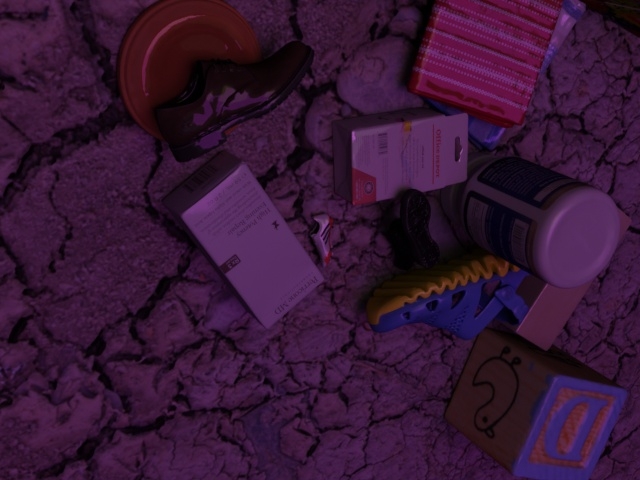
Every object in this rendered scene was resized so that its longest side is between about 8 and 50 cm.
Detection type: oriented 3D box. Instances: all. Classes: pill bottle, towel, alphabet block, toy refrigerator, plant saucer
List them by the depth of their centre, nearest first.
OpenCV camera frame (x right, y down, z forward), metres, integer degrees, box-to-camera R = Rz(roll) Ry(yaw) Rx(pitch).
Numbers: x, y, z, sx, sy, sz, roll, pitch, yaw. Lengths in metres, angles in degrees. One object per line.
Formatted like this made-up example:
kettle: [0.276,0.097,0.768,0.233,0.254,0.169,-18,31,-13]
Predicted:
plant saucer: [-0.163,-0.218,1.204,0.200,0.037,0.199,-11,114,-27]
towel: [0.251,-0.319,1.365,0.199,0.031,0.274,15,97,-19]
pill bottle: [0.306,-0.042,1.398,0.153,0.265,0.153,-11,115,-25]
towel: [0.274,-0.301,1.422,0.209,0.034,0.285,34,90,-33]
toy refrigerator: [0.405,0.043,1.592,0.102,0.094,0.269,30,94,-38]
alphabet block: [0.368,0.284,1.598,0.193,0.197,0.192,18,98,-33]

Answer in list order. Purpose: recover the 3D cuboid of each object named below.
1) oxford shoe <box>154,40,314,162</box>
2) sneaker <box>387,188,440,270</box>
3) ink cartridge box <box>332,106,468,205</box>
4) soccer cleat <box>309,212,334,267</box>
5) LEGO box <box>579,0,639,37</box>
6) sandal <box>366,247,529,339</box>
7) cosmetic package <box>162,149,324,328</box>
oxford shoe: [-0.107,-0.198,1.172,0.227,0.083,0.096,-36,118,-14]
sneaker: [0.131,-0.016,1.406,0.051,0.089,0.170,-36,128,-20]
ink cartridge box: [0.120,-0.130,1.376,0.198,0.067,0.115,-11,114,-23]
soccer cleat: [0.000,0.000,1.385,0.036,0.029,0.083,-1,106,-20]
LEGO box: [0.650,-0.534,1.341,0.193,0.372,0.500,17,100,-33]
sandal: [0.222,0.098,1.475,0.317,0.126,0.138,-15,101,-21]
cosmetic package: [-0.104,0.001,1.292,0.117,0.085,0.231,-41,122,-9]
